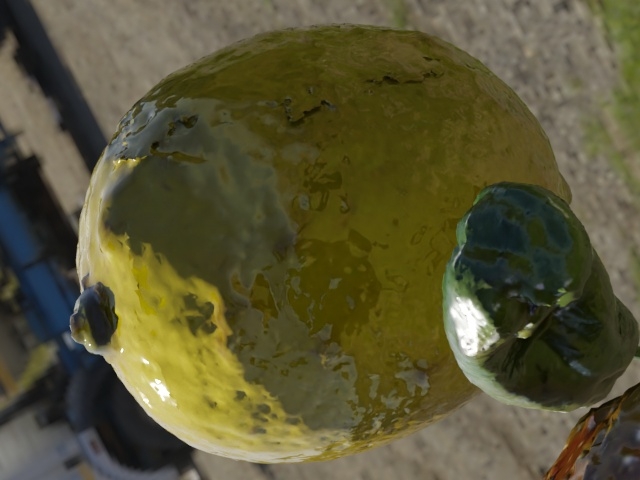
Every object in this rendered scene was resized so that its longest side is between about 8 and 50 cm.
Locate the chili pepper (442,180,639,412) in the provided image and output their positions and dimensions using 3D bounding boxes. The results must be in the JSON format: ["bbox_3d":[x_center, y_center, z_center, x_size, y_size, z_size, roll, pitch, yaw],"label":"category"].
[{"bbox_3d":[0.089,0.035,0.692,0.073,0.072,0.204,31,174,26],"label":"chili pepper"}]

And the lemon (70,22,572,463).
[{"bbox_3d":[0.002,0.000,0.973,0.260,0.284,0.260,-24,-90,-87],"label":"lemon"}]

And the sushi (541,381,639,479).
[{"bbox_3d":[0.133,0.140,0.514,0.184,0.139,0.274,28,156,12],"label":"sushi"}]
